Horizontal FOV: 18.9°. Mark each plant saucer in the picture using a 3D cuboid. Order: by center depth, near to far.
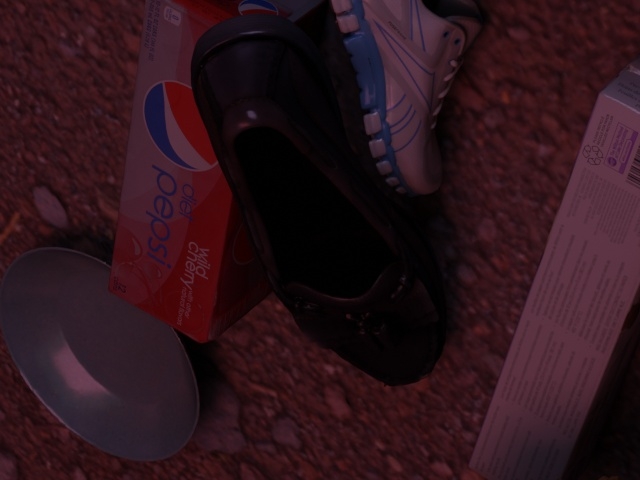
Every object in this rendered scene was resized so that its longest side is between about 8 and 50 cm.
[{"bbox_3d":[-0.163,0.081,1.482,0.195,0.037,0.195,21,130,27],"label":"plant saucer"}]

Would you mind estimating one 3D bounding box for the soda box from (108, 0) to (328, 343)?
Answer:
[{"bbox_3d":[-0.072,-0.059,1.279,0.092,0.083,0.263,29,133,19],"label":"soda box"}]

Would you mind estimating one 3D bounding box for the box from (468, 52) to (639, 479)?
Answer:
[{"bbox_3d":[0.166,0.033,1.172,0.067,0.063,0.324,30,134,20],"label":"box"}]

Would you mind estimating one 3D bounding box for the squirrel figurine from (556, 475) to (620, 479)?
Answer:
[{"bbox_3d":[0.225,0.232,1.089,0.397,0.281,0.370,-5,110,20],"label":"squirrel figurine"}]

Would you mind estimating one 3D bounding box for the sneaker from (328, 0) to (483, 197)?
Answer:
[{"bbox_3d":[0.061,-0.107,1.157,0.083,0.071,0.190,-9,128,11],"label":"sneaker"}]

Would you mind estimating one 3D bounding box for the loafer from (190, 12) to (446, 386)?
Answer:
[{"bbox_3d":[0.000,0.000,1.193,0.109,0.095,0.302,-19,129,12],"label":"loafer"}]
